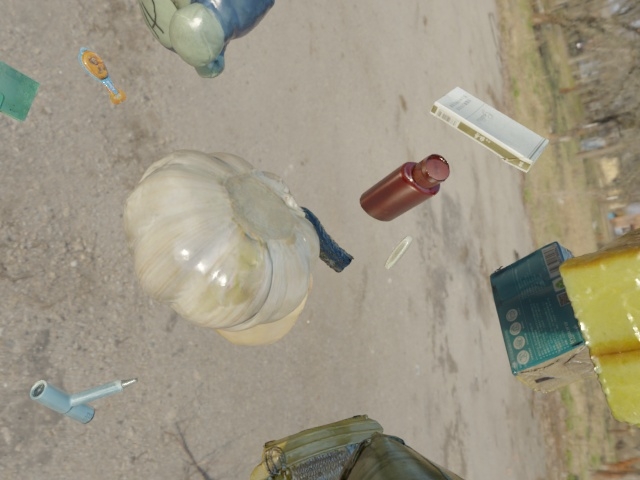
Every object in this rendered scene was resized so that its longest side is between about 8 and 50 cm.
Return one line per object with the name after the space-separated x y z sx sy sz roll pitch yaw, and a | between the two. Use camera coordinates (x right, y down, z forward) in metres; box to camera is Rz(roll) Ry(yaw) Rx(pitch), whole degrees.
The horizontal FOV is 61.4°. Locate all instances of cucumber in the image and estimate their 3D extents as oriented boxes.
0.000 0.000 1.583 0.303 0.081 0.072 45 6 -45 | cucumber

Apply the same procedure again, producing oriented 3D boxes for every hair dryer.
-0.474 0.309 1.123 0.155 0.183 0.044 58 7 -50 | hair dryer

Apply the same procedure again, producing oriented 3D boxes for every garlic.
-0.112 0.002 0.591 0.227 0.152 0.228 29 32 -20 | garlic

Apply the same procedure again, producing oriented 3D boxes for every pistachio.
-0.125 0.082 1.068 0.309 0.229 0.230 97 8 -47 | pistachio

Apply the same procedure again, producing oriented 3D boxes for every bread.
0.520 0.073 0.762 0.361 0.244 0.233 -19 90 -58 | bread

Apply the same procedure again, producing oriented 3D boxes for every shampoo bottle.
0.184 -0.113 1.178 0.102 0.260 0.064 28 67 -14 | shampoo bottle

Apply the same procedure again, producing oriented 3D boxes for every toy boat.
-0.002 0.470 1.157 0.115 0.310 0.089 -118 -154 -44 | toy boat

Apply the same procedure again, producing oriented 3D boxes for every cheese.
-0.394 -0.297 0.972 0.111 0.017 0.047 57 44 -24 | cheese

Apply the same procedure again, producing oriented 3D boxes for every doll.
-0.156 -0.319 0.654 0.154 0.258 0.228 -21 117 -31 | doll

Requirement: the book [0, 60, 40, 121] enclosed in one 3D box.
-0.674 -0.322 1.137 0.135 0.017 0.103 32 71 -54 | book

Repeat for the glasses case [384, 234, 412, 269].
0.158 0.024 1.094 0.021 0.083 0.032 39 8 15 | glasses case

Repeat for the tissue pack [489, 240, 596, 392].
0.498 0.167 1.172 0.134 0.192 0.271 31 41 -28 | tissue pack

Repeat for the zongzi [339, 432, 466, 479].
0.120 0.561 0.715 0.467 0.218 0.500 36 86 -29 | zongzi

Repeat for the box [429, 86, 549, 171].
0.299 -0.200 0.953 0.109 0.198 0.029 -39 160 -44 | box
